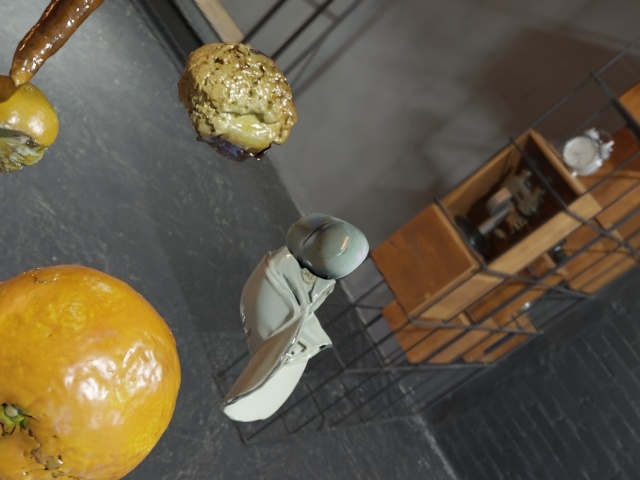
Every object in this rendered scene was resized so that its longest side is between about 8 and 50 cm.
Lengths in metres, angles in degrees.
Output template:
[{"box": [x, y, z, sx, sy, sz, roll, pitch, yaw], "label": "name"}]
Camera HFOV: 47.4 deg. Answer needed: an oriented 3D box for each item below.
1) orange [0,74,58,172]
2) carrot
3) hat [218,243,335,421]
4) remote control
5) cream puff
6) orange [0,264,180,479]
[{"box": [-0.474, -0.169, 1.087, 0.157, 0.156, 0.134, 36, 12, -31], "label": "orange"}, {"box": [-0.368, -0.309, 1.029, 0.059, 0.059, 0.247, 40, 63, -25], "label": "carrot"}, {"box": [-0.094, 0.162, 1.253, 0.168, 0.301, 0.257, 28, -28, 17], "label": "hat"}, {"box": [0.001, 0.001, 1.083, 0.045, 0.097, 0.256, 51, -9, -19], "label": "remote control"}, {"box": [-0.084, -0.142, 0.725, 0.119, 0.104, 0.133, 59, 15, 13], "label": "cream puff"}, {"box": [-0.275, 0.148, 0.778, 0.246, 0.246, 0.246, 41, 23, -22], "label": "orange"}]
